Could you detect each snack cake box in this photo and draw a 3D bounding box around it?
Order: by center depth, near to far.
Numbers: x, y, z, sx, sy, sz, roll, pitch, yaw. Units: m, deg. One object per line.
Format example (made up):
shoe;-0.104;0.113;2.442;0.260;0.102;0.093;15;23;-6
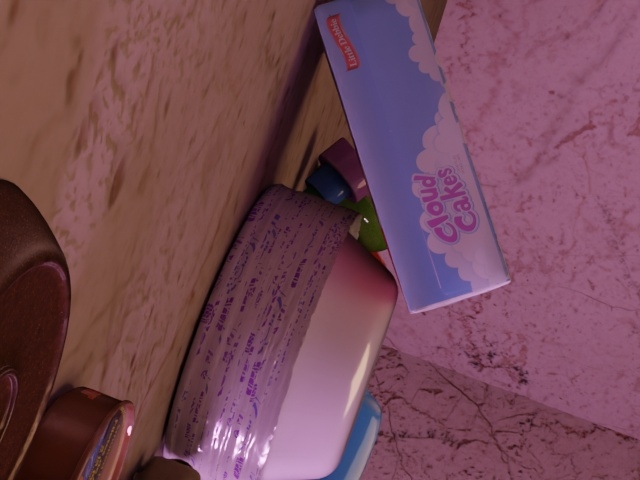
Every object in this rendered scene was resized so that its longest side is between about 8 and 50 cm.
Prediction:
snack cake box;0.078;-0.073;0.994;0.152;0.089;0.264;56;16;-85

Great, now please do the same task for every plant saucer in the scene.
plant saucer;-0.130;0.062;0.409;0.168;0.029;0.168;21;90;-84

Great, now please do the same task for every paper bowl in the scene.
paper bowl;-0.024;0.102;1.053;0.284;0.148;0.284;19;90;-84

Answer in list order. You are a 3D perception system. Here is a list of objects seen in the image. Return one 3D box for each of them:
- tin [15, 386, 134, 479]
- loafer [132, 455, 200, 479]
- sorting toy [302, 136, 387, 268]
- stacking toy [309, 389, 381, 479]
tin;-0.147;0.167;0.594;0.106;0.040;0.190;53;57;-80
loafer;-0.122;0.194;0.889;0.148;0.056;0.050;144;-34;-81
sorting toy;0.000;0.000;1.368;0.126;0.127;0.365;-39;165;-10
stacking toy;-0.055;0.232;1.355;0.166;0.175;0.302;-66;-175;-16
